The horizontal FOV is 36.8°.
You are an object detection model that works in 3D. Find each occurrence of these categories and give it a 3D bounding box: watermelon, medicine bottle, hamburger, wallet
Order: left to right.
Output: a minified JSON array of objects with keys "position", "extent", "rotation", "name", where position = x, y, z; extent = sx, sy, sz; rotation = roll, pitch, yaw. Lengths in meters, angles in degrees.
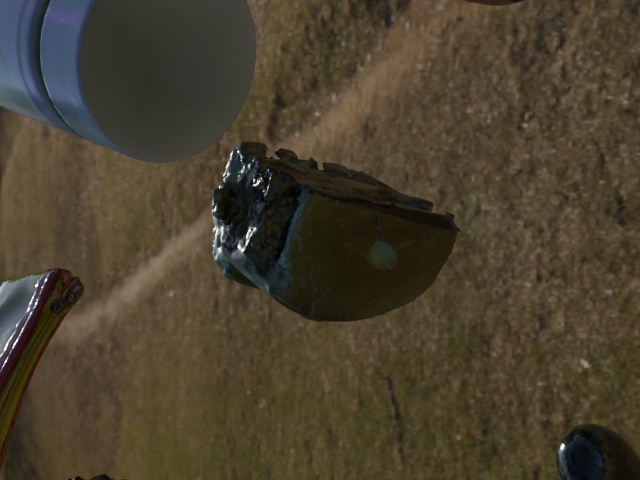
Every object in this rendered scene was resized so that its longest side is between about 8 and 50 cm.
[{"position":[-0.345,0.141,1.024],"extent":[0.141,0.067,0.241],"rotation":[-15,48,46],"name":"wallet"},{"position":[-0.118,-0.095,0.434],"extent":[0.183,0.086,0.086],"rotation":[21,108,42],"name":"medicine bottle"},{"position":[0.000,0.000,1.144],"extent":[0.192,0.288,0.167],"rotation":[-65,27,22],"name":"hamburger"},{"position":[0.274,0.223,0.942],"extent":[0.078,0.111,0.078],"rotation":[-28,39,26],"name":"watermelon"}]

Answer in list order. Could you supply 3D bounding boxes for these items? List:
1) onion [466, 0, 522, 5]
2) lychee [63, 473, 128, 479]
[{"position":[0.272,-0.443,1.030],"extent":[0.398,0.420,0.398],"rotation":[9,-90,-84],"name":"onion"},{"position":[-0.212,0.369,0.932],"extent":[0.267,0.268,0.267],"rotation":[-177,90,-67],"name":"lychee"}]
